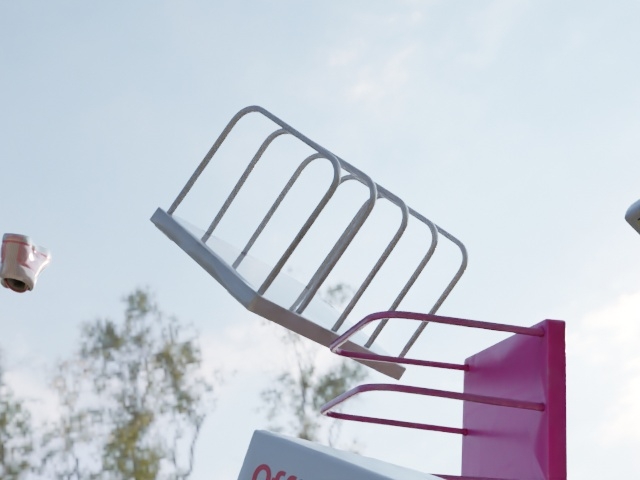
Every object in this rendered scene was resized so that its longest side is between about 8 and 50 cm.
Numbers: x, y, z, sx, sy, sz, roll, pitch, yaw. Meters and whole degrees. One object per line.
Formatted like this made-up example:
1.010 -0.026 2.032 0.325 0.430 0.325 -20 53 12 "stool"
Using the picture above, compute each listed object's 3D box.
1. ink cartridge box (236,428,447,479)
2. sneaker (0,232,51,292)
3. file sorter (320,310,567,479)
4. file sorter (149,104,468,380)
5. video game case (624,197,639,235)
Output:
0.038 0.233 0.521 0.168 0.232 0.171 25 -11 -35 "ink cartridge box"
-0.384 0.037 1.403 0.051 0.070 0.134 3 -12 0 "sneaker"
0.098 0.224 0.993 0.182 0.290 0.202 8 -18 -12 "file sorter"
0.000 0.000 1.182 0.278 0.193 0.173 30 -85 -49 "file sorter"
0.356 -0.003 0.760 0.193 0.023 0.212 45 -44 -5 "video game case"
